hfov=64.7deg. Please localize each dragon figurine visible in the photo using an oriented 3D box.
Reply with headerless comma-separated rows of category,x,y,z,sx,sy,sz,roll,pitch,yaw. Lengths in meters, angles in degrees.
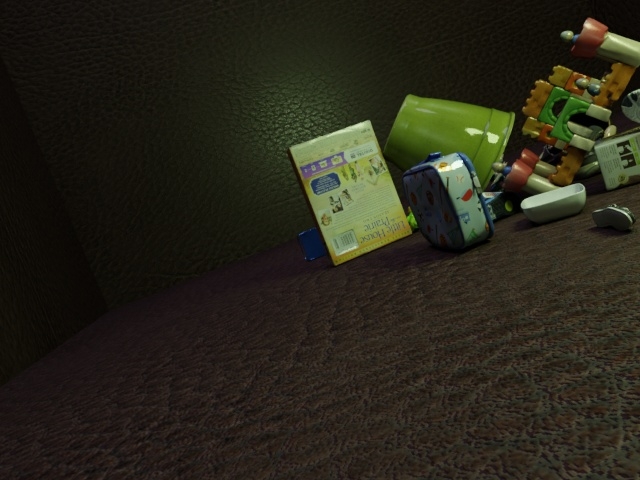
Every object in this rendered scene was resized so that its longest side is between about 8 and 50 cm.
dragon figurine,0.719,-0.249,2.027,0.085,0.144,0.289,-17,26,19

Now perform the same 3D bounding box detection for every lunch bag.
lunch bag,0.317,-0.104,1.285,0.114,0.243,0.303,-22,5,-8

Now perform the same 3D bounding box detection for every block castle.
block castle,0.662,-0.353,1.387,0.212,0.454,0.303,28,28,17

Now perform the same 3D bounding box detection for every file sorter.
file sorter,0.000,0.000,2.105,0.170,0.118,0.104,-22,3,-12

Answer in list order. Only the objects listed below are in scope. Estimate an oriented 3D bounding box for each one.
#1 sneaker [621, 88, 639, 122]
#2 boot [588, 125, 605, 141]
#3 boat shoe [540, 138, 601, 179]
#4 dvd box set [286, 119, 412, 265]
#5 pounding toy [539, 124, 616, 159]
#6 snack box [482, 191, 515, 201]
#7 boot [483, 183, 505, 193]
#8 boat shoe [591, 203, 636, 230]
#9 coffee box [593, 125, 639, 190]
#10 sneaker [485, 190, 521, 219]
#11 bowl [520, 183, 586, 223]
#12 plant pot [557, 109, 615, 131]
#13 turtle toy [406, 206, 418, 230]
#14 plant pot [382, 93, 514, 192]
sneaker,0.839,-0.337,1.157,0.153,0.094,0.235,-27,10,-31
boot,0.924,-0.328,1.697,0.137,0.077,0.198,-32,36,-1
boat shoe,0.816,-0.275,1.689,0.132,0.130,0.355,-21,6,-8
dvd box set,0.101,-0.162,1.717,0.307,0.421,0.062,-23,3,-13
pounding toy,0.962,-0.315,1.875,0.154,0.154,0.269,-54,8,-21
snack box,0.507,-0.115,1.487,0.178,0.022,0.064,-6,-33,-40
boot,0.616,-0.166,1.839,0.099,0.045,0.121,-23,5,14
boat shoe,0.542,-0.045,0.922,0.038,0.046,0.125,-25,-3,5
coffee box,0.843,-0.233,1.233,0.297,0.119,0.168,-18,7,31
sneaker,0.476,-0.085,1.424,0.209,0.069,0.082,-24,2,-26
bowl,0.555,-0.084,1.197,0.141,0.053,0.142,-18,5,26
plant pot,1.088,-0.435,2.032,0.230,0.216,0.215,-5,-6,-41
turtle toy,0.345,-0.077,1.788,0.066,0.095,0.130,9,23,33
plant pot,0.414,-0.329,1.743,0.352,0.367,0.366,23,13,6
